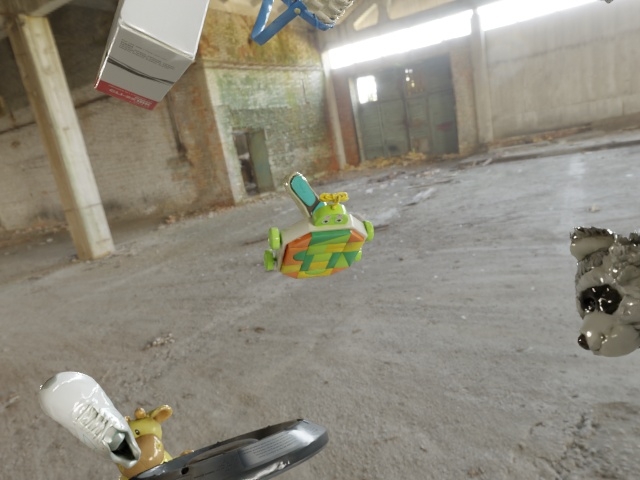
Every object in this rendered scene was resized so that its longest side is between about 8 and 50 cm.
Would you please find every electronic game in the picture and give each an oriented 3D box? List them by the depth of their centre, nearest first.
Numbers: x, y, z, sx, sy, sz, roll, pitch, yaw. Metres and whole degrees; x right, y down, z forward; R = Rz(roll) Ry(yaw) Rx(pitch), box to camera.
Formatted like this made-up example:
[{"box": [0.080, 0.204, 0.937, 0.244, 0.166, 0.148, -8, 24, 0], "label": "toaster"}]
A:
[{"box": [-0.101, 0.243, 0.475, 0.230, 0.048, 0.229, -17, -17, -5], "label": "electronic game"}]

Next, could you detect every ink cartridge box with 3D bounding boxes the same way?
[{"box": [-0.286, -0.367, 0.757, 0.114, 0.196, 0.273, 17, -11, -31], "label": "ink cartridge box"}]

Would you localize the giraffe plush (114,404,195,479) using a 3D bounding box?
[{"box": [-0.302, 0.387, 0.777, 0.211, 0.170, 0.181, 2, 19, 34], "label": "giraffe plush"}]

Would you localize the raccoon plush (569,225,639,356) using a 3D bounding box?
[{"box": [0.536, 0.042, 0.514, 0.447, 0.215, 0.299, -19, 23, 5], "label": "raccoon plush"}]

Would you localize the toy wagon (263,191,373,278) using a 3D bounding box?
[{"box": [0.000, 0.000, 1.136, 0.268, 0.068, 0.344, -5, -27, -16], "label": "toy wagon"}]

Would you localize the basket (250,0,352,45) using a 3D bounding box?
[{"box": [-0.029, -0.559, 0.908, 0.201, 0.254, 0.289, 23, -24, -34], "label": "basket"}]

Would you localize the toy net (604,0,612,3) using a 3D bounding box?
[{"box": [0.237, -0.214, 0.290, 0.232, 0.045, 0.122, -46, 27, -22], "label": "toy net"}]

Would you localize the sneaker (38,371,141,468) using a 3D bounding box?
[{"box": [-0.250, 0.202, 0.500, 0.061, 0.152, 0.053, 12, 48, 39], "label": "sneaker"}]

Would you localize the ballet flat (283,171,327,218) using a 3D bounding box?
[{"box": [-0.035, -0.105, 1.355, 0.086, 0.248, 0.086, -26, 28, 15], "label": "ballet flat"}]
